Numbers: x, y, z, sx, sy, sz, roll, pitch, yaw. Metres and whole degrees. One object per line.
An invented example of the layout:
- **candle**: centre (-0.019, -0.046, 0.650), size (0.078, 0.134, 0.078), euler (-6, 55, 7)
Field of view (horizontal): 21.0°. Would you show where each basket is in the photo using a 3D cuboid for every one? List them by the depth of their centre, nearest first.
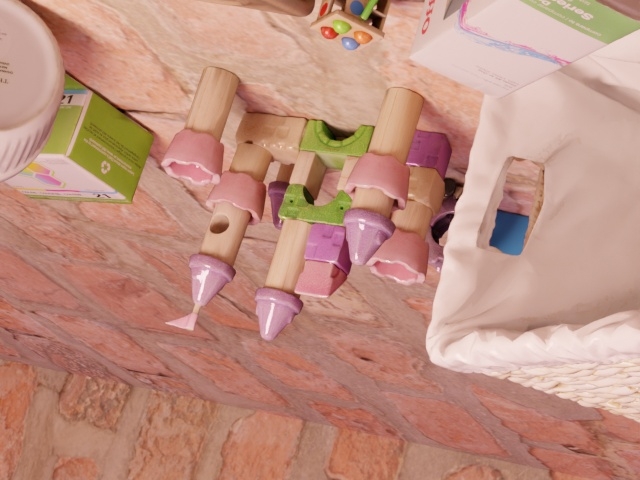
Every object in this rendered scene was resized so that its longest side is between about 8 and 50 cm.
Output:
- **basket**: centre (0.304, -0.021, 1.429), size (0.266, 0.328, 0.331), euler (24, 162, -29)

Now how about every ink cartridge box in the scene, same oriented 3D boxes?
- **ink cartridge box**: centre (0.163, -0.209, 1.254), size (0.093, 0.154, 0.212), euler (22, 163, -17)
- **ink cartridge box**: centre (-0.356, -0.141, 2.065), size (0.189, 0.097, 0.255), euler (4, 159, 38)

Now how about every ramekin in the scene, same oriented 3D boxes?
- **ramekin**: centre (-0.368, -0.168, 1.818), size (0.207, 0.207, 0.109), euler (22, 154, -17)

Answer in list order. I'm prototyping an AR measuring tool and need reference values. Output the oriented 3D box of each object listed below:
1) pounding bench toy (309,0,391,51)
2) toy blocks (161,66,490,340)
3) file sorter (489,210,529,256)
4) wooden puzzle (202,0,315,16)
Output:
- **pounding bench toy**: centre (0.037, -0.209, 1.528), size (0.052, 0.065, 0.083), euler (24, 161, -23)
- **toy blocks**: centre (0.000, 0.000, 1.894), size (0.289, 0.260, 0.309), euler (8, 161, 25)
- **file sorter**: centre (0.260, 0.047, 2.047), size (0.170, 0.118, 0.104), euler (12, 166, 13)
- **wooden puzzle**: centre (-0.197, -0.259, 1.460), size (0.322, 0.080, 0.348), euler (12, -173, 16)
